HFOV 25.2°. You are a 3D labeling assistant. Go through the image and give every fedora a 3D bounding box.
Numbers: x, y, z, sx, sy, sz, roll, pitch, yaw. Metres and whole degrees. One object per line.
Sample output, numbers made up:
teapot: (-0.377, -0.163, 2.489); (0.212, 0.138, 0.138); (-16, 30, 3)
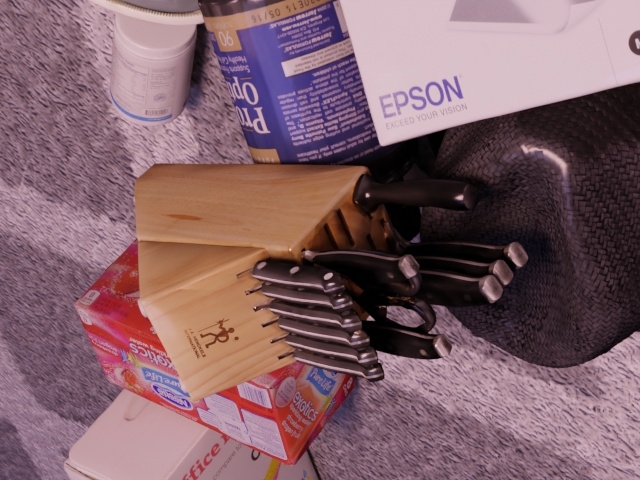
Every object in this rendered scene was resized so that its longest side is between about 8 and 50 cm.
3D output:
fedora: (0.168, -0.022, 0.978); (0.334, 0.152, 0.334); (27, 146, 20)

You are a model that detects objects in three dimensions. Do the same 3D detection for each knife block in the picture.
knife block: (0.000, 0.000, 0.975); (0.276, 0.242, 0.088); (-107, -5, -62)

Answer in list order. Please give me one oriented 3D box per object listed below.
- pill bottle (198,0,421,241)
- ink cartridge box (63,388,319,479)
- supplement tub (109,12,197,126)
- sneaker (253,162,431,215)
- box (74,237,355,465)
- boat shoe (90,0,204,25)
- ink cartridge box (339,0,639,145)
pill bottle: (0.001, -0.097, 1.045); (0.122, 0.123, 0.219); (1, 116, 46)
ink cartridge box: (-0.124, 0.283, 1.597); (0.131, 0.226, 0.306); (16, 142, 33)
supplement tub: (-0.143, -0.154, 1.221); (0.071, 0.071, 0.107); (33, 147, 11)
sneaker: (-0.028, -0.030, 1.236); (0.123, 0.106, 0.290); (50, 136, -10)
box: (-0.106, 0.105, 1.453); (0.256, 0.123, 0.128); (20, 142, 30)
boat shoe: (-0.190, -0.285, 1.068); (0.319, 0.116, 0.099); (42, 153, 7)
ink cartridge box: (0.098, -0.184, 0.836); (0.223, 0.045, 0.224); (-12, 96, 41)
